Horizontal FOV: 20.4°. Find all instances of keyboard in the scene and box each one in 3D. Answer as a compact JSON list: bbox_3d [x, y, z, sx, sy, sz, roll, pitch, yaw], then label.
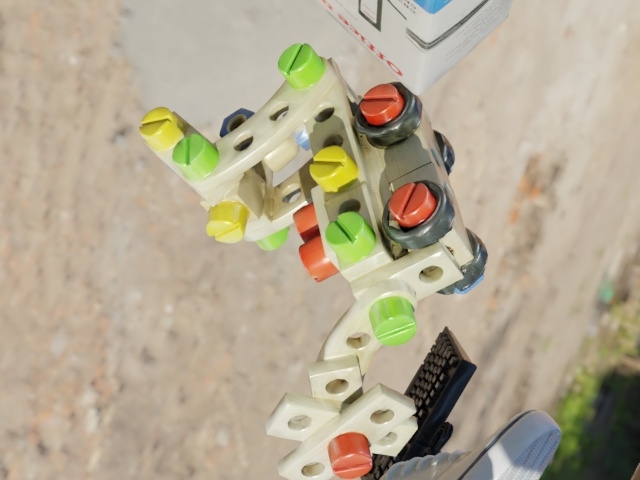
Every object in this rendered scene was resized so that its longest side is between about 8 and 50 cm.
[{"bbox_3d":[0.092,0.179,1.706,0.180,0.023,0.108,-62,-153,18],"label":"keyboard"}]

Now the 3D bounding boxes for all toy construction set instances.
[{"bbox_3d":[0.000,0.000,1.249,0.215,0.328,0.151,-27,149,14],"label":"toy construction set"}]

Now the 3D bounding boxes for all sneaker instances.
[{"bbox_3d":[0.094,0.221,1.515,0.258,0.091,0.094,-48,154,21],"label":"sneaker"}]

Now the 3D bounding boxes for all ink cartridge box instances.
[{"bbox_3d":[0.039,-0.185,1.028,0.086,0.148,0.203,-44,170,-9],"label":"ink cartridge box"}]

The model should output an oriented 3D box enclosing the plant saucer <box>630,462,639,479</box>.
[{"bbox_3d":[0.276,0.183,1.054,0.036,0.198,0.198,42,70,-76],"label":"plant saucer"}]
